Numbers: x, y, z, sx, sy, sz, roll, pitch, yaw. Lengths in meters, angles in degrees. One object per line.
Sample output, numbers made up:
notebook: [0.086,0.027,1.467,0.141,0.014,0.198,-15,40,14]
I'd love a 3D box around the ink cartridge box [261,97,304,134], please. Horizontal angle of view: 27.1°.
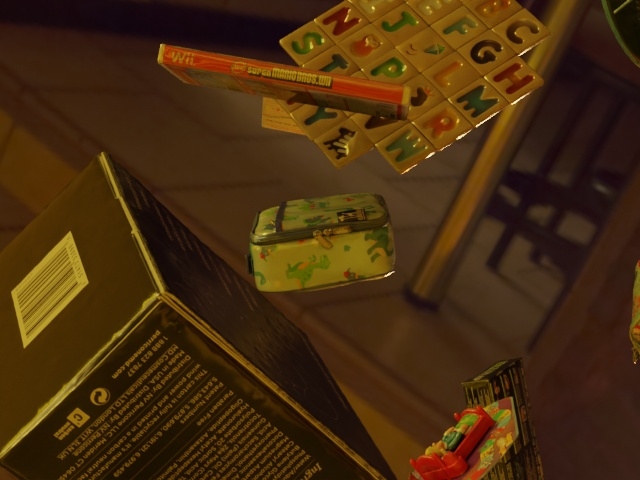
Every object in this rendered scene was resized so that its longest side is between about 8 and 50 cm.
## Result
ink cartridge box: [-0.045,-0.231,2.283,0.104,0.062,0.181,11,-17,0]

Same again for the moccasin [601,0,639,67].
moccasin: [0.420,-0.377,1.689,0.137,0.342,0.117,-28,20,-27]

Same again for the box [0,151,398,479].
box: [-0.193,0.200,1.794,0.472,0.297,0.480,42,5,-29]

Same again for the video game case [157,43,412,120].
video game case: [-0.035,-0.184,1.569,0.285,0.025,0.204,10,1,3]

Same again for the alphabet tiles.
alphabet tiles: [0.115,-0.236,1.749,0.285,0.342,0.011,50,-13,32]

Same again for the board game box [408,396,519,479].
board game box: [0.127,0.197,1.278,0.033,0.133,0.169,48,13,-7]

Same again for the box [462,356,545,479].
box: [0.256,0.270,1.838,0.045,0.191,0.184,-10,2,25]

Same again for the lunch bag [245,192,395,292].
lunch bag: [0.000,0.000,1.598,0.176,0.090,0.219,-9,10,4]

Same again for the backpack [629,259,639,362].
backpack: [0.488,0.112,1.603,0.225,0.191,0.253,-4,-40,29]
